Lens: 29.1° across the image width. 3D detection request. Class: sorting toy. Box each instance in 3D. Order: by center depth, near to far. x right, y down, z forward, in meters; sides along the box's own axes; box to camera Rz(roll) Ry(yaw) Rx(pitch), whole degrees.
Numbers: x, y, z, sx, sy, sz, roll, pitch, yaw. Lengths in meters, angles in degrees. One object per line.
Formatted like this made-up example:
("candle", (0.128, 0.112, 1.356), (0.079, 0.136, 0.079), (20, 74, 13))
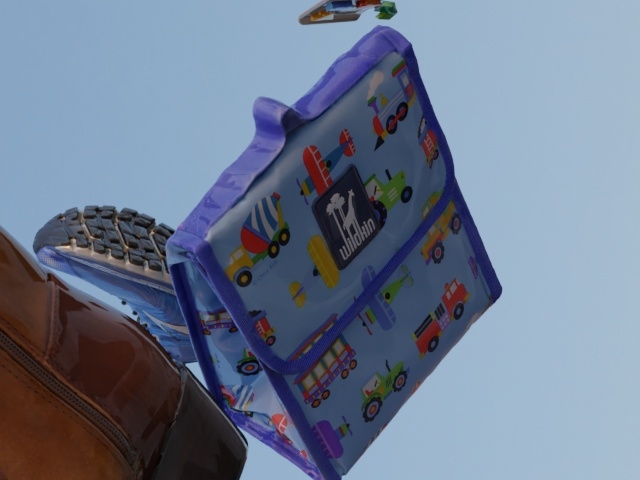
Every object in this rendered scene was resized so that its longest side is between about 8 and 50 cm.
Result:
("sorting toy", (0.032, -0.178, 0.941), (0.083, 0.062, 0.012), (-10, -98, -30))

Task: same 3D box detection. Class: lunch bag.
("lunch bag", (0.000, 0.000, 0.891), (0.221, 0.138, 0.293), (-46, -37, -22))

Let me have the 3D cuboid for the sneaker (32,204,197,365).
("sneaker", (-0.178, 0.075, 1.405), (0.330, 0.130, 0.147), (26, -69, -22))

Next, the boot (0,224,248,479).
("boot", (-0.160, 0.065, 0.425), (0.280, 0.096, 0.264), (47, -140, -19))
